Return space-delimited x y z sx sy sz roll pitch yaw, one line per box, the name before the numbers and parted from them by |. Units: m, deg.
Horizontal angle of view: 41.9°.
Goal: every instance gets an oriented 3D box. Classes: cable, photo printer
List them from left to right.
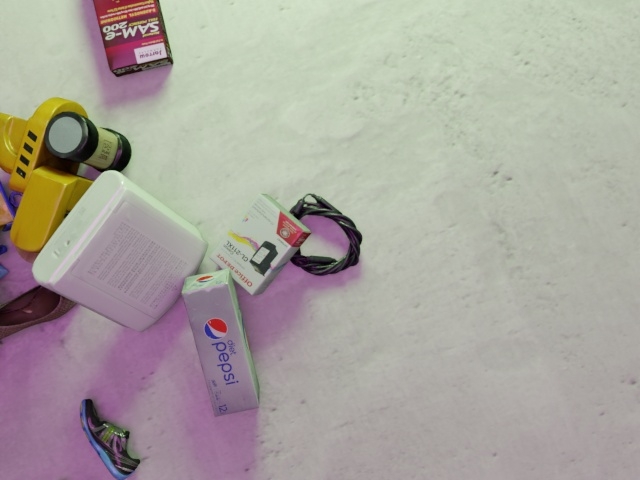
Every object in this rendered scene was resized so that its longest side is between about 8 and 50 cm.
photo printer | -0.377 0.035 1.660 0.107 0.307 0.256 34 87 39
cable | 0.000 0.000 1.770 0.184 0.047 0.151 39 90 -1

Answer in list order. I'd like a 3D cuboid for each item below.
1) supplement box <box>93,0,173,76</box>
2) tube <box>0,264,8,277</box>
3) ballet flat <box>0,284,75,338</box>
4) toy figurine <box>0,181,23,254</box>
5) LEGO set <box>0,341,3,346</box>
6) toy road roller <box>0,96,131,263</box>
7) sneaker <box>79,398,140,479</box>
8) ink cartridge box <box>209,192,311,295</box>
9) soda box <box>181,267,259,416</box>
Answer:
supplement box | -0.401 -0.478 1.753 0.130 0.073 0.240 -14 91 -1
tube | -0.762 0.017 1.766 0.080 0.052 0.207 -42 96 1
ballet flat | -0.608 0.139 1.734 0.249 0.058 0.084 -26 76 -17
toy figurine | -0.680 -0.039 1.699 0.217 0.191 0.363 -25 88 -39
LEGO set | -0.758 0.254 1.745 0.093 0.087 0.227 36 89 -1
toy road roller | -0.557 -0.127 1.698 0.240 0.202 0.330 18 90 14
sneaker | -0.447 0.413 1.767 0.078 0.067 0.188 -33 89 -22
ink cartridge box | -0.125 0.009 1.736 0.127 0.072 0.175 40 98 9
soda box | -0.199 0.209 1.708 0.098 0.091 0.286 -12 108 0
